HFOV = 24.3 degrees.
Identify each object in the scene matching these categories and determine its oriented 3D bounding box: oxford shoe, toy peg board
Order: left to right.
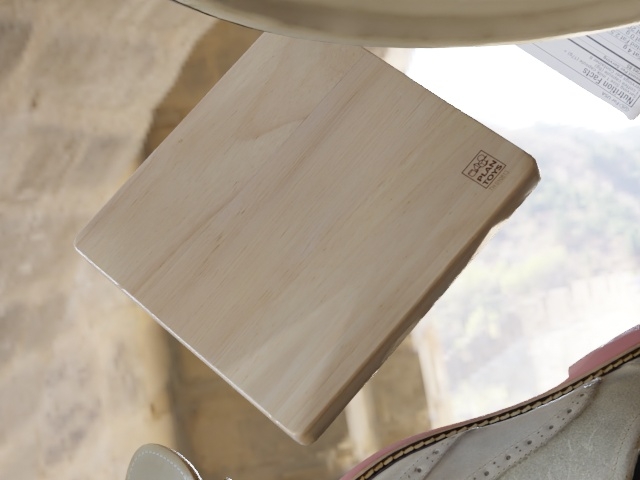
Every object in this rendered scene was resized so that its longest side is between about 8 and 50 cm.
[{"bbox_3d":[0.000,0.000,0.706,0.161,0.160,0.079,-48,-31,-8],"label":"toy peg board"},{"bbox_3d":[0.097,0.141,0.693,0.348,0.123,0.130,-35,9,-9],"label":"oxford shoe"}]

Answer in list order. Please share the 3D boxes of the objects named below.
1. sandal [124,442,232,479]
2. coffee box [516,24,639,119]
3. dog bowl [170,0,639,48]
[{"bbox_3d":[-0.060,0.217,1.037,0.079,0.088,0.240,15,6,-31],"label":"sandal"},{"bbox_3d":[0.277,-0.389,1.367,0.338,0.338,0.334,-54,-5,-35],"label":"coffee box"},{"bbox_3d":[0.088,-0.224,0.477,0.407,0.150,0.408,-8,-20,-3],"label":"dog bowl"}]
